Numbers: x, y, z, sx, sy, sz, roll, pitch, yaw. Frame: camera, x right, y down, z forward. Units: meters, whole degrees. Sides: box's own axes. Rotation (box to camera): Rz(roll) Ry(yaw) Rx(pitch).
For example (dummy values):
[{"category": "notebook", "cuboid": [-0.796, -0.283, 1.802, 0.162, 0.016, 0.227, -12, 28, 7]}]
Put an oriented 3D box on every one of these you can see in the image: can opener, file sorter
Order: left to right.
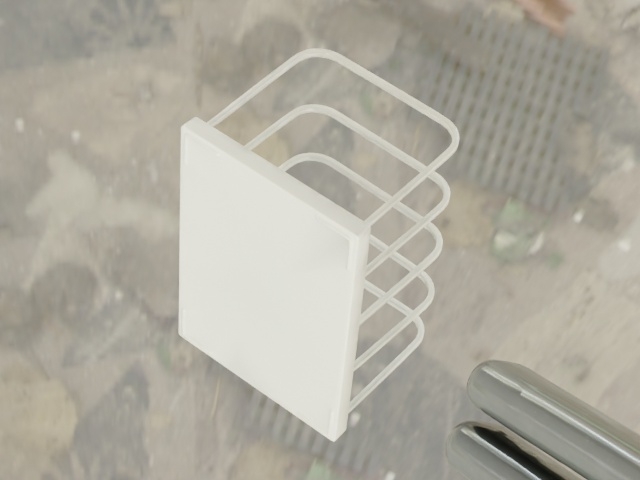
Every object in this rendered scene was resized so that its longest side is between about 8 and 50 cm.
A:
[{"category": "file sorter", "cuboid": [0.000, 0.000, 1.628, 0.193, 0.277, 0.173, 33, 52, 23]}, {"category": "can opener", "cuboid": [0.149, 0.134, 0.870, 0.093, 0.280, 0.074, 14, 101, -34]}]
